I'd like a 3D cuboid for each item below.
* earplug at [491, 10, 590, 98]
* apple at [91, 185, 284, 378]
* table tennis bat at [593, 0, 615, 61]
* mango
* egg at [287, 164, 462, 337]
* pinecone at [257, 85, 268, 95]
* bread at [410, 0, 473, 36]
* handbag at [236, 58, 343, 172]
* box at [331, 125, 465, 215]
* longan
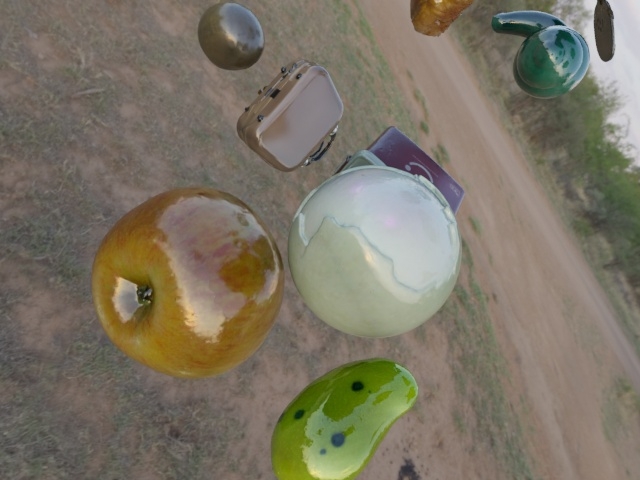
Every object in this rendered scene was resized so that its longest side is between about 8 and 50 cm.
[{"bbox_3d":[0.535,-0.472,1.011,0.258,0.163,0.280,62,30,-7],"label":"earplug"},{"bbox_3d":[-0.278,0.095,0.883,0.333,0.400,0.401,-29,93,-49],"label":"apple"},{"bbox_3d":[0.718,-0.576,1.065,0.131,0.022,0.235,-55,130,-63],"label":"table tennis bat"},{"bbox_3d":[0.041,0.313,0.739,0.175,0.293,0.143,37,-26,47],"label":"mango"},{"bbox_3d":[0.086,0.016,0.674,0.336,0.277,0.279,69,4,-77],"label":"egg"},{"bbox_3d":[-0.166,-0.518,1.687,0.201,0.228,0.203,-19,115,-61],"label":"pinecone"},{"bbox_3d":[0.339,-0.706,1.239,0.133,0.260,0.130,-14,90,-21],"label":"bread"},{"bbox_3d":[-0.067,-0.340,1.240,0.149,0.302,0.283,38,-3,45],"label":"handbag"},{"bbox_3d":[0.183,-0.110,0.984,0.294,0.193,0.168,42,53,-4],"label":"box"},{"bbox_3d":[-0.228,-0.521,1.072,0.167,0.167,0.187,34,18,-39],"label":"longan"}]
